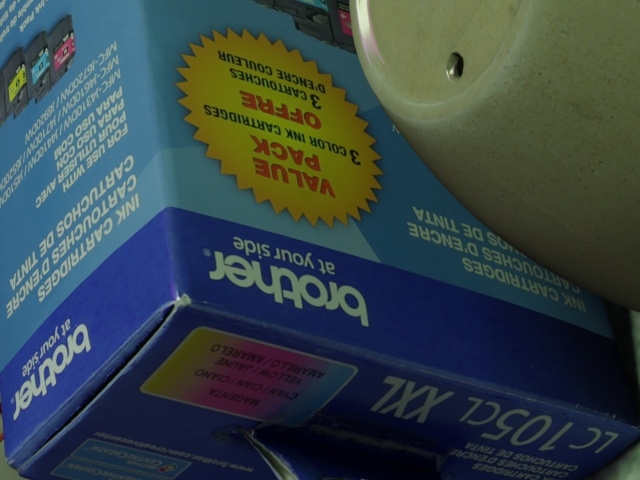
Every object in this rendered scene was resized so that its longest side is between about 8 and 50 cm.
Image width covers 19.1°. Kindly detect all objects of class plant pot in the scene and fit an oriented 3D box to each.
[{"bbox_3d":[0.126,-0.104,0.781,0.284,0.191,0.284,-10,78,57],"label":"plant pot"}]

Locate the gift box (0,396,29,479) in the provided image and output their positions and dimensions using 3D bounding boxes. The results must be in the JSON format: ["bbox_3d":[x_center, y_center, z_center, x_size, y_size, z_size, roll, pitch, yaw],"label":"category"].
[{"bbox_3d":[-0.230,0.042,1.413,0.255,0.258,0.276,-39,22,42],"label":"gift box"}]

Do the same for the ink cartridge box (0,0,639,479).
[{"bbox_3d":[-0.013,-0.010,0.922,0.151,0.270,0.395,-42,45,38],"label":"ink cartridge box"}]
